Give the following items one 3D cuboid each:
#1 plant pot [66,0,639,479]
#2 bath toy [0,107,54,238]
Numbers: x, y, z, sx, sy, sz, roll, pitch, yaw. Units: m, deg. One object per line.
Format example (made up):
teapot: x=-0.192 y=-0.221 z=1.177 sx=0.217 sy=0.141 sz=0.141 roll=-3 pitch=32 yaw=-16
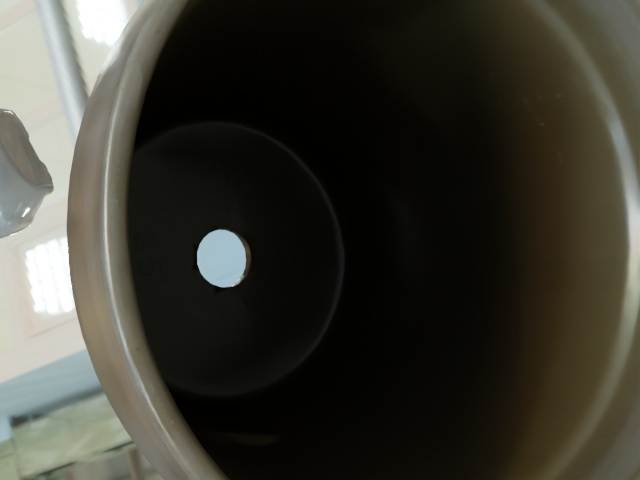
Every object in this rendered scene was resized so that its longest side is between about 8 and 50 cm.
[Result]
plant pot: x=0.000 y=0.000 z=0.644 sx=0.323 sy=0.280 sz=0.323 roll=2 pitch=-94 yaw=-27
bath toy: x=-0.314 y=-0.145 z=0.894 sx=0.348 sy=0.129 sz=0.151 roll=63 pitch=-173 yaw=10
